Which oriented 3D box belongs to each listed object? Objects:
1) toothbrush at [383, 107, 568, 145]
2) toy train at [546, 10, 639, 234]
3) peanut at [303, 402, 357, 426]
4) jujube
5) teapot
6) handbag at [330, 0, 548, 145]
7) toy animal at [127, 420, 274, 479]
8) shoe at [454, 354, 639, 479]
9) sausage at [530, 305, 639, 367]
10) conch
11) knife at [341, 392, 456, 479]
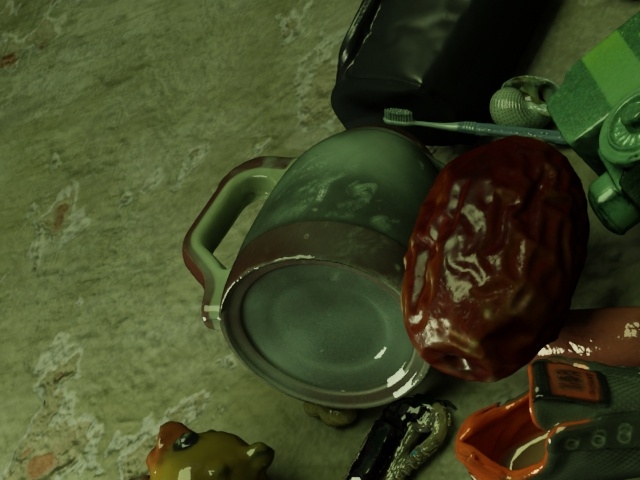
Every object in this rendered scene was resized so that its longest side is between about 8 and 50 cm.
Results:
[{"bbox_3d":[0.178,-0.129,1.610,0.220,0.019,0.016,9,46,12],"label":"toothbrush"},{"bbox_3d":[0.372,-0.144,1.398,0.299,0.167,0.238,-39,33,16],"label":"toy train"},{"bbox_3d":[0.009,0.189,1.611,0.083,0.037,0.037,16,73,56],"label":"peanut"},{"bbox_3d":[0.169,0.013,1.377,0.174,0.174,0.250,-7,47,44],"label":"jujube"},{"bbox_3d":[0.000,0.000,1.594,0.315,0.233,0.312,2,41,16],"label":"teapot"},{"bbox_3d":[0.126,-0.277,1.753,0.275,0.178,0.301,10,68,50],"label":"handbag"},{"bbox_3d":[-0.163,0.314,1.593,0.169,0.195,0.281,45,102,14],"label":"toy animal"},{"bbox_3d":[0.258,0.149,1.262,0.336,0.171,0.132,-26,43,32],"label":"shoe"},{"bbox_3d":[0.266,0.097,1.387,0.154,0.062,0.062,-7,55,45],"label":"sausage"},{"bbox_3d":[0.238,-0.151,1.633,0.085,0.056,0.076,23,57,23],"label":"conch"},{"bbox_3d":[0.020,0.311,1.491,0.089,0.043,0.365,24,79,54],"label":"knife"}]
